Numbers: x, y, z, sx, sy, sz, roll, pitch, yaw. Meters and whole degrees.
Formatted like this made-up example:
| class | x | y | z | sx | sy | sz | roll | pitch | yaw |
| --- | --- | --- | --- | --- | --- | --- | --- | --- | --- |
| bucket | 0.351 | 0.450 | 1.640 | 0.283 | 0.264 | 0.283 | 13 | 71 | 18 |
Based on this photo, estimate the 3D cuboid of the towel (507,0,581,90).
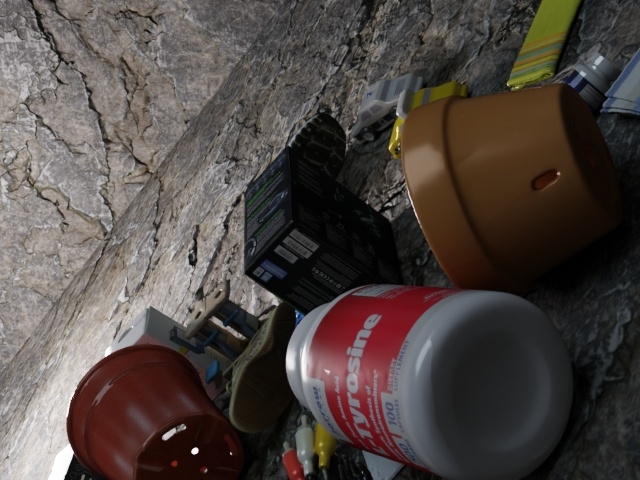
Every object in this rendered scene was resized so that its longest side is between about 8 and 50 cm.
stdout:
| class | x | y | z | sx | sy | sz | roll | pitch | yaw |
| --- | --- | --- | --- | --- | --- | --- | --- | --- | --- |
| towel | 0.397 | -0.362 | 1.926 | 0.102 | 0.021 | 0.237 | -10 | 48 | 53 |

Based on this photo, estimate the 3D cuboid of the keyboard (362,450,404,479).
| class | x | y | z | sx | sy | sz | roll | pitch | yaw |
| --- | --- | --- | --- | --- | --- | --- | --- | --- | --- |
| keyboard | 0.083 | 0.274 | 1.676 | 0.072 | 0.014 | 0.256 | -45 | 24 | 11 |

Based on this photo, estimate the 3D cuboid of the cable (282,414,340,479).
| class | x | y | z | sx | sy | sz | roll | pitch | yaw |
| --- | --- | --- | --- | --- | --- | --- | --- | --- | --- |
| cable | -0.011 | 0.373 | 1.638 | 0.139 | 0.072 | 0.287 | -45 | 24 | 19 |

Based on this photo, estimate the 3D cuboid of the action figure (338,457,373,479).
| class | x | y | z | sx | sy | sz | roll | pitch | yaw |
| --- | --- | --- | --- | --- | --- | --- | --- | --- | --- |
| action figure | 0.058 | 0.388 | 1.379 | 0.164 | 0.141 | 0.276 | -44 | 27 | -1 |

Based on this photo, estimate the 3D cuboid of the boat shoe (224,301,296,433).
| class | x | y | z | sx | sy | sz | roll | pitch | yaw |
| --- | --- | --- | --- | --- | --- | --- | --- | --- | --- |
| boat shoe | -0.097 | 0.234 | 1.994 | 0.089 | 0.105 | 0.285 | -39 | 16 | 43 |

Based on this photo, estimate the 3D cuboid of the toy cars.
| class | x | y | z | sx | sy | sz | roll | pitch | yaw |
| --- | --- | --- | --- | --- | --- | --- | --- | --- | --- |
| toy cars | 0.150 | -0.259 | 2.188 | 0.176 | 0.087 | 0.394 | -55 | 22 | 0 |

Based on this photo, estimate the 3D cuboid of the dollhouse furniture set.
| class | x | y | z | sx | sy | sz | roll | pitch | yaw |
| --- | --- | --- | --- | --- | --- | --- | --- | --- | --- |
| dollhouse furniture set | -0.170 | 0.193 | 2.142 | 0.129 | 0.129 | 0.183 | -46 | 23 | 21 |

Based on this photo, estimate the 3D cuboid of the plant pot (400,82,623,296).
| class | x | y | z | sx | sy | sz | roll | pitch | yaw |
| --- | --- | --- | --- | --- | --- | --- | --- | --- | --- |
| plant pot | 0.266 | -0.077 | 1.485 | 0.204 | 0.291 | 0.290 | -21 | 37 | 27 |

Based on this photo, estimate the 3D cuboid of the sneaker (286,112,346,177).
| class | x | y | z | sx | sy | sz | roll | pitch | yaw |
| --- | --- | --- | --- | --- | --- | --- | --- | --- | --- |
| sneaker | -0.068 | -0.129 | 2.396 | 0.330 | 0.130 | 0.147 | -58 | 25 | -8 |

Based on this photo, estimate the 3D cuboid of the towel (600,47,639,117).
| class | x | y | z | sx | sy | sz | roll | pitch | yaw |
| --- | --- | --- | --- | --- | --- | --- | --- | --- | --- |
| towel | 0.513 | -0.237 | 1.493 | 0.209 | 0.034 | 0.285 | -54 | 24 | -3 |

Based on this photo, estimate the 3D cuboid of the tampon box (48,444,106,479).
| class | x | y | z | sx | sy | sz | roll | pitch | yaw |
| --- | --- | --- | --- | --- | --- | --- | --- | --- | --- |
| tampon box | -0.505 | 0.522 | 2.372 | 0.101 | 0.120 | 0.161 | -40 | 27 | 35 |

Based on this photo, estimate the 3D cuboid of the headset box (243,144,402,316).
| class | x | y | z | sx | sy | sz | roll | pitch | yaw |
| --- | --- | --- | --- | --- | --- | --- | --- | --- | --- |
| headset box | 0.000 | 0.000 | 1.914 | 0.131 | 0.246 | 0.283 | -45 | 25 | 22 |

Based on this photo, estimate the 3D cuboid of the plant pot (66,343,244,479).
| class | x | y | z | sx | sy | sz | roll | pitch | yaw |
| --- | --- | --- | --- | --- | --- | --- | --- | --- | --- |
| plant pot | -0.278 | 0.353 | 1.992 | 0.272 | 0.272 | 0.265 | -57 | 32 | -5 |

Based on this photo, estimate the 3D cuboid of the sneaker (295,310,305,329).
| class | x | y | z | sx | sy | sz | roll | pitch | yaw |
| --- | --- | --- | --- | --- | --- | --- | --- | --- | --- |
| sneaker | -0.025 | 0.129 | 1.993 | 0.069 | 0.082 | 0.209 | -22 | 38 | 29 |

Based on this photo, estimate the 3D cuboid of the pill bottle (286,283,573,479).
| class | x | y | z | sx | sy | sz | roll | pitch | yaw |
| --- | --- | --- | --- | --- | --- | --- | --- | --- | --- |
| pill bottle | 0.116 | 0.172 | 1.458 | 0.229 | 0.229 | 0.408 | -61 | 22 | -14 |

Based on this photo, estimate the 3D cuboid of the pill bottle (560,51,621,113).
| class | x | y | z | sx | sy | sz | roll | pitch | yaw |
| --- | --- | --- | --- | --- | --- | --- | --- | --- | --- |
| pill bottle | 0.388 | -0.220 | 1.674 | 0.120 | 0.067 | 0.067 | -49 | 23 | 15 |

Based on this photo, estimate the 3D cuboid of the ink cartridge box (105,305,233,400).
| class | x | y | z | sx | sy | sz | roll | pitch | yaw |
| --- | --- | --- | --- | --- | --- | --- | --- | --- | --- |
| ink cartridge box | -0.301 | 0.249 | 2.221 | 0.154 | 0.212 | 0.093 | -45 | 24 | 23 |
